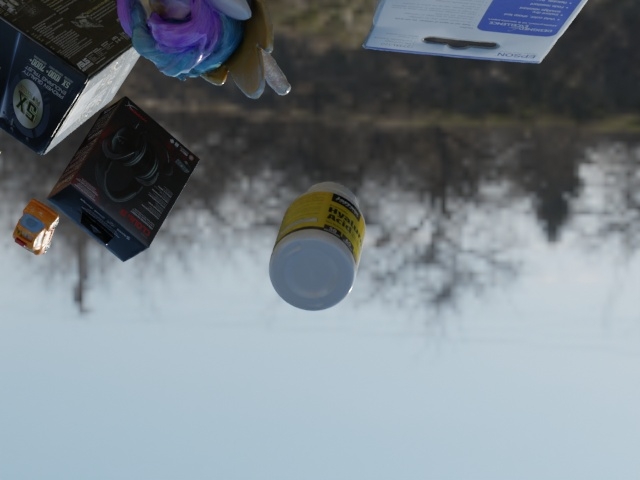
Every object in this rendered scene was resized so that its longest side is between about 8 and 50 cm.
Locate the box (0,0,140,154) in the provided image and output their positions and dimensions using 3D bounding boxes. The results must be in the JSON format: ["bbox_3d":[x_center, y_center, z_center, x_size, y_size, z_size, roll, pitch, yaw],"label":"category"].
[{"bbox_3d":[-0.229,-0.159,1.405,0.147,0.077,0.180,35,-158,-2],"label":"box"}]

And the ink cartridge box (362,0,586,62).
[{"bbox_3d":[0.152,-0.247,1.524,0.175,0.069,0.371,4,162,-8],"label":"ink cartridge box"}]

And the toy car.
[{"bbox_3d":[-0.311,-0.035,1.773,0.060,0.122,0.040,-42,-176,38],"label":"toy car"}]

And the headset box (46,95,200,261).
[{"bbox_3d":[-0.118,-0.034,1.074,0.032,0.062,0.083,-27,-152,48],"label":"headset box"}]

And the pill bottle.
[{"bbox_3d":[0.000,0.000,1.354,0.065,0.065,0.116,0,-155,7],"label":"pill bottle"}]

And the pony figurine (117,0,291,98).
[{"bbox_3d":[-0.132,-0.293,1.149,0.302,0.351,0.363,-27,-137,17],"label":"pony figurine"}]
